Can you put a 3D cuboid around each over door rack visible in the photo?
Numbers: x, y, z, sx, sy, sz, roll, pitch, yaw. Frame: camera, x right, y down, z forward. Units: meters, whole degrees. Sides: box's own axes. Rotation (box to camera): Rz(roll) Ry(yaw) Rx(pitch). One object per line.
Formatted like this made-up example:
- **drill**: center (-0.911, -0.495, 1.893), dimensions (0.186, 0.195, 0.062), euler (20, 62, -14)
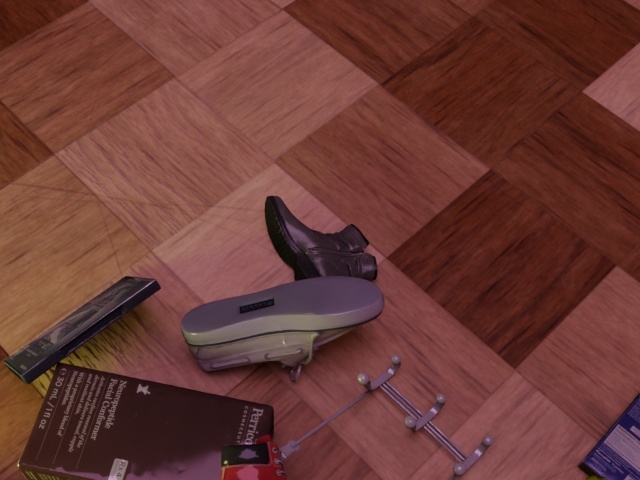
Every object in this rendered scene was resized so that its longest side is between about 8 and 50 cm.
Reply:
- **over door rack**: center (0.111, 0.351, 1.437), dimensions (0.239, 0.108, 0.324), euler (41, 52, 22)

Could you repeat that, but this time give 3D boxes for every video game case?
- **video game case**: center (-0.429, 0.152, 1.535), dimensions (0.274, 0.196, 0.026), euler (-38, 107, -23)

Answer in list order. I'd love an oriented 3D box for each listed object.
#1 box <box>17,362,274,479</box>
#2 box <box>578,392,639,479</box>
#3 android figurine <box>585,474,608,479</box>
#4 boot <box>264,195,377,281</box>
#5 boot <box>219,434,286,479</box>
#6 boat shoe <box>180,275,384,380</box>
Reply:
- **box**: center (-0.281, 0.348, 1.433), dimensions (0.381, 0.143, 0.191), euler (11, 58, 2)
- **box**: center (0.580, 0.367, 1.521), dimensions (0.225, 0.036, 0.136), euler (-40, 68, -23)
- **android figurine**: center (0.460, 0.507, 1.335), dimensions (0.248, 0.056, 0.273), euler (47, 32, -17)
- **boot**: center (0.000, 0.000, 1.713), dimensions (0.161, 0.083, 0.246), euler (-20, 66, -23)
- **boot**: center (-0.041, 0.392, 1.314), dimensions (0.244, 0.088, 0.176), euler (14, 58, -9)
- **boat shoe**: center (-0.057, 0.177, 1.554), dimensions (0.367, 0.156, 0.136), euler (-13, 30, 3)
